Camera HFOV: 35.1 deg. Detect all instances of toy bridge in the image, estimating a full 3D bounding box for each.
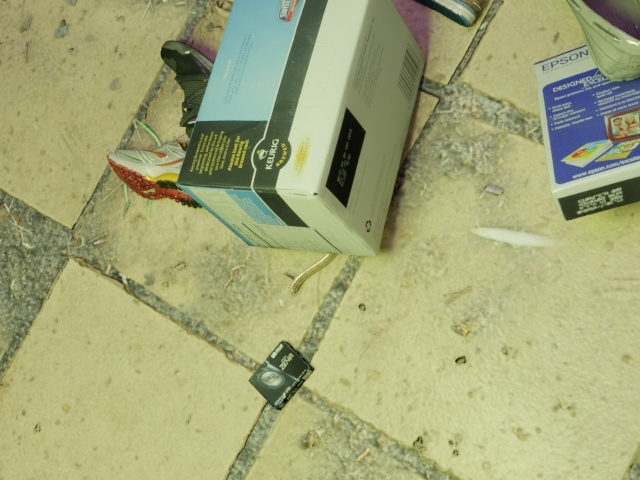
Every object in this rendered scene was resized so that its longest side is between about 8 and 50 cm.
[{"bbox_3d":[0.000,0.000,1.548,0.063,0.026,0.188,28,87,28],"label":"toy bridge"}]

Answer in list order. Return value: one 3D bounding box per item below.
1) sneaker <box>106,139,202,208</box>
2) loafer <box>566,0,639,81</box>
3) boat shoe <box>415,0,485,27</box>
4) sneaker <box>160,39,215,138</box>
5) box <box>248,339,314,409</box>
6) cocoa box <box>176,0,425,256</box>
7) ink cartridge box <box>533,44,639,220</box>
[{"bbox_3d":[-0.258,-0.119,1.684,0.225,0.088,0.092,15,62,28],"label":"sneaker"},{"bbox_3d":[0.359,-0.364,1.343,0.112,0.111,0.319,-25,73,-4],"label":"loafer"},{"bbox_3d":[0.177,-0.399,1.564,0.183,0.066,0.066,37,88,19],"label":"boat shoe"},{"bbox_3d":[-0.211,-0.241,1.683,0.227,0.087,0.130,40,88,23],"label":"sneaker"},{"bbox_3d":[-0.059,0.203,1.522,0.067,0.018,0.083,43,96,28],"label":"box"},{"bbox_3d":[-0.020,-0.179,1.470,0.228,0.231,0.347,5,69,28],"label":"cocoa box"},{"bbox_3d":[0.447,-0.180,1.339,0.304,0.072,0.307,-17,36,21],"label":"ink cartridge box"}]
